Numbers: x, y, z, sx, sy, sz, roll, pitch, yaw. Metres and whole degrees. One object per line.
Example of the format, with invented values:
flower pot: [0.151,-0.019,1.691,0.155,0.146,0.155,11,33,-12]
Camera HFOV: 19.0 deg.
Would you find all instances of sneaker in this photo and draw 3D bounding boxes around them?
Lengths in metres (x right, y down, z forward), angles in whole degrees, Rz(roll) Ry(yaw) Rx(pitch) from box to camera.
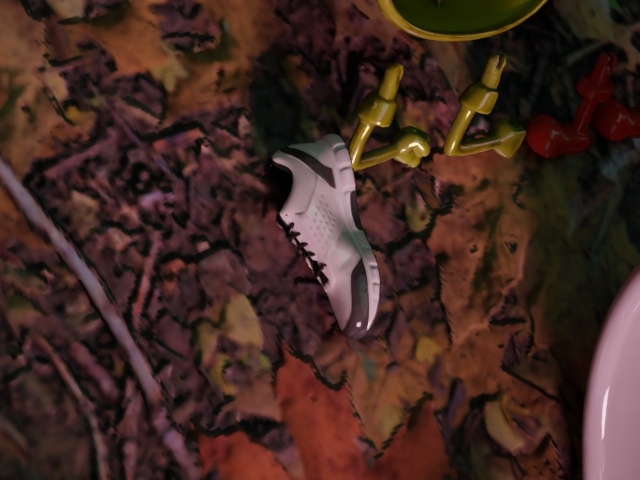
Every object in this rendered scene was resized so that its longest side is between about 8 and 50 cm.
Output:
sneaker: [0.000,0.000,0.965,0.044,0.040,0.109,-8,70,-22]

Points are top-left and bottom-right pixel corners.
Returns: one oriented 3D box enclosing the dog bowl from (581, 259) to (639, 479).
dog bowl: [0.248,0.132,0.896,0.102,0.349,0.348,-10,75,-26]

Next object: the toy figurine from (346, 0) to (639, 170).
toy figurine: [0.117,-0.186,1.107,0.363,0.191,0.217,-11,46,-33]
